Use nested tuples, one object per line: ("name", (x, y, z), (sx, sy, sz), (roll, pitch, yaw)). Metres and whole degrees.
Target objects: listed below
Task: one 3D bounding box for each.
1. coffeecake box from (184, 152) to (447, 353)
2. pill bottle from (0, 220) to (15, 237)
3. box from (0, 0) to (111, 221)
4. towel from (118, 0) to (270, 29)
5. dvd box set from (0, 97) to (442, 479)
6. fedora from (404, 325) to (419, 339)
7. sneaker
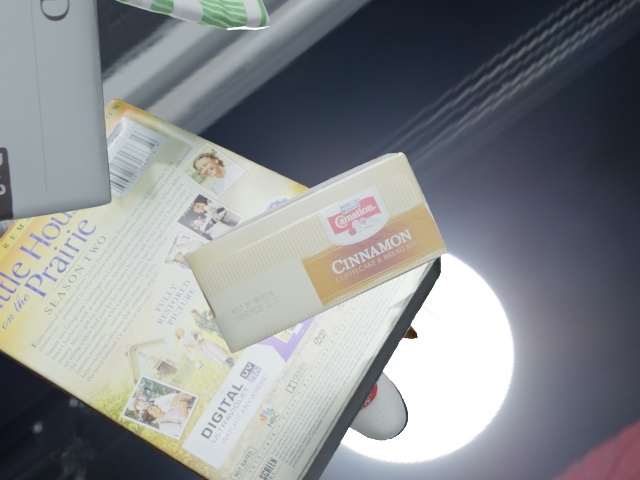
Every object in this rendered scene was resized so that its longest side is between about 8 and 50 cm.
("coffeecake box", (0.000, 0.000, 0.643), (0.142, 0.185, 0.068), (-25, -86, 4))
("pill bottle", (-0.289, -0.014, 1.235), (0.152, 0.272, 0.152), (-46, -35, -45))
("box", (-0.176, -0.114, 0.401), (0.119, 0.182, 0.181), (-11, -67, -28))
("towel", (-0.177, -0.332, 0.943), (0.038, 0.248, 0.325), (-25, -9, 25))
("dvd box set", (-0.132, 0.054, 0.981), (0.308, 0.420, 0.062), (-57, -21, -19))
("fedora", (0.038, 0.126, 1.344), (0.194, 0.194, 0.079), (31, -107, -36))
("sneaker", (0.003, 0.150, 1.154), (0.090, 0.145, 0.270), (-39, -90, 7))
